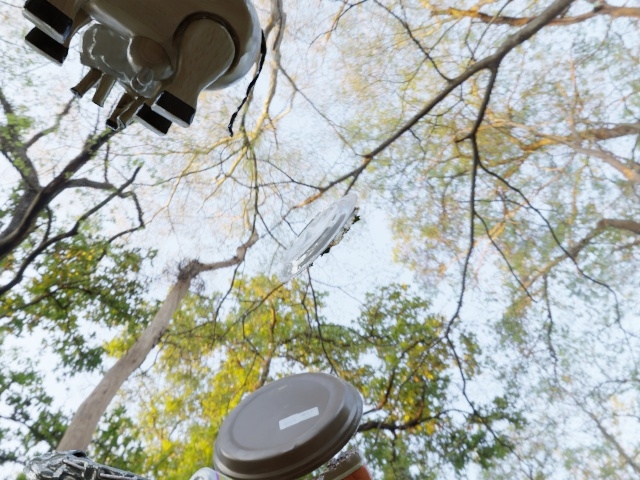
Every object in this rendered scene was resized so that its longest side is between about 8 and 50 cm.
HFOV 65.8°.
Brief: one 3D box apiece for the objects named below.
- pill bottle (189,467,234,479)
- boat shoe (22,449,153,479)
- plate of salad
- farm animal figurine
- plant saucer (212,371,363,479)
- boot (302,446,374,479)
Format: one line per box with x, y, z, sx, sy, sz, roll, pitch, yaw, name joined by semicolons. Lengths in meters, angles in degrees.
-0.088;0.255;0.476;0.043;0.043;0.083;-47;-63;5;pill bottle
-0.340;0.374;0.748;0.095;0.335;0.112;-51;-56;-35;boat shoe
0.000;0.000;0.849;0.048;0.200;0.200;40;-85;-14;plate of salad
-0.154;-0.220;0.351;0.326;0.330;0.172;40;-107;-45;farm animal figurine
-0.061;0.313;0.866;0.277;0.278;0.041;-20;-76;-3;plant saucer
-0.001;0.327;0.594;0.157;0.059;0.085;-32;-99;6;boot
